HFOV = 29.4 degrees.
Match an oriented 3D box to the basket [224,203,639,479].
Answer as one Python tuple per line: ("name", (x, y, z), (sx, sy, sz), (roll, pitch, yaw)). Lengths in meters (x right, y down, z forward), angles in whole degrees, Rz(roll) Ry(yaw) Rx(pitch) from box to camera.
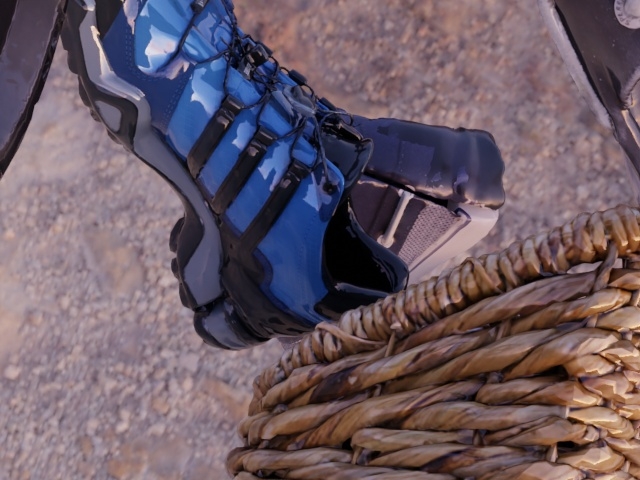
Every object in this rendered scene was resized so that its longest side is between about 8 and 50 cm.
("basket", (0.094, 0.114, 0.629), (0.299, 0.213, 0.223), (29, 75, -52))

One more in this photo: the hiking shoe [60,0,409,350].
("hiking shoe", (-0.037, -0.069, 0.669), (0.132, 0.304, 0.113), (-5, 41, 20))

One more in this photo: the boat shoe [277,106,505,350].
("boat shoe", (0.000, 0.000, 1.035), (0.158, 0.340, 0.127), (12, 54, -25))

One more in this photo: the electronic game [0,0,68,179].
("electronic game", (-0.108, -0.098, 0.329), (0.048, 0.229, 0.229), (11, 47, 1))

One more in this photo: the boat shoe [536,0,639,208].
("boat shoe", (0.111, -0.084, 0.368), (0.108, 0.301, 0.102), (-23, 29, 8))
